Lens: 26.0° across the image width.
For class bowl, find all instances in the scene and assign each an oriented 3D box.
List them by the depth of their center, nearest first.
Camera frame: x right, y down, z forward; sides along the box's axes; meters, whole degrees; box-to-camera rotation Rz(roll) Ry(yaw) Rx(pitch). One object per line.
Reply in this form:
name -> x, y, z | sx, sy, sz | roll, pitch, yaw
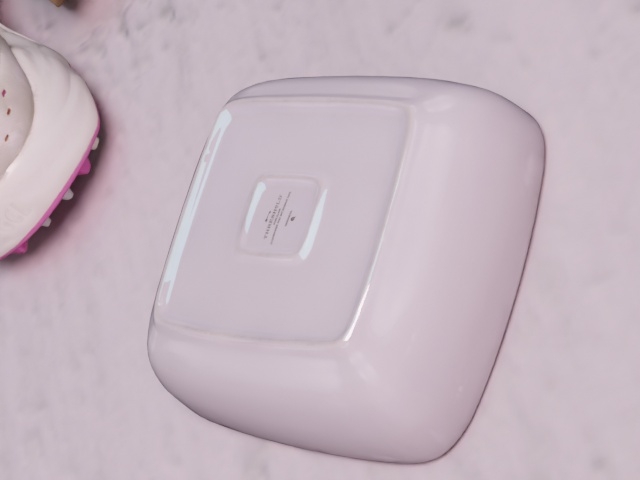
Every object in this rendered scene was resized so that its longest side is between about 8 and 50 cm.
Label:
bowl -> 0.000, 0.000, 0.497 | 0.142, 0.053, 0.142 | 6, 71, 38

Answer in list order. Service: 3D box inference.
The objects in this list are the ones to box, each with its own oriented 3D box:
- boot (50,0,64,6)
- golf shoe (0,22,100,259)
boot -> -0.120, -0.260, 0.696 | 0.220, 0.109, 0.283 | -39, 43, 11
golf shoe -> -0.223, -0.107, 0.661 | 0.306, 0.140, 0.115 | 36, 94, 43
